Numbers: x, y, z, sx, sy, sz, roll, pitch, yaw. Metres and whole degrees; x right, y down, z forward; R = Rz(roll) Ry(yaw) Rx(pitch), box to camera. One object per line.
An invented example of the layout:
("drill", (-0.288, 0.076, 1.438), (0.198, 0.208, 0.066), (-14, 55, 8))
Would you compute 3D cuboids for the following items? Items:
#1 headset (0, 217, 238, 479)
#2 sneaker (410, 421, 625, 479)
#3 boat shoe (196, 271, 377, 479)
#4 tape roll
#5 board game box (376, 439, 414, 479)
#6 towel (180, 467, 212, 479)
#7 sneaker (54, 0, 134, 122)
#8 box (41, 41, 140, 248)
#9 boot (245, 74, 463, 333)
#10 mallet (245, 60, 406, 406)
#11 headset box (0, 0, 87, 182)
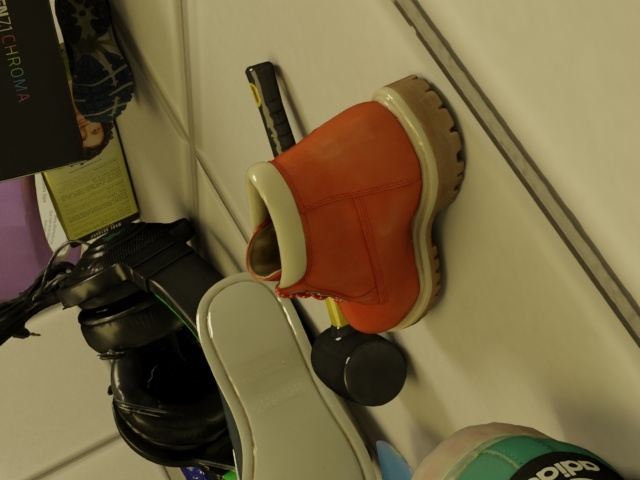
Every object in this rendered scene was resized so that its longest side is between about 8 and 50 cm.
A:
("headset", (-0.168, 0.102, 0.974), (0.394, 0.185, 0.243), (27, 141, 47))
("sneaker", (0.117, 0.215, 0.383), (0.302, 0.108, 0.121), (67, 168, -6))
("boat shoe", (-0.019, 0.141, 0.712), (0.254, 0.095, 0.079), (63, 178, 31))
("tape roll", (-0.343, -0.069, 1.230), (0.275, 0.090, 0.275), (176, 90, -90))
("board game box", (0.077, 0.184, 0.606), (0.133, 0.033, 0.168), (-125, 19, -49))
("towel", (-0.076, 0.353, 1.291), (0.308, 0.076, 0.227), (55, 169, 28))
("sneaker", (-0.189, -0.162, 0.902), (0.058, 0.052, 0.135), (-118, 20, -47))
("box", (-0.252, -0.094, 1.120), (0.058, 0.087, 0.232), (55, 163, 32))
("boot", (0.006, 0.002, 0.457), (0.059, 0.084, 0.158), (54, 163, 28))
("mallet", (0.000, 0.000, 0.567), (0.062, 0.039, 0.189), (29, 138, 65))
("headset box", (-0.290, -0.206, 0.868), (0.283, 0.131, 0.246), (-121, 21, -50))
